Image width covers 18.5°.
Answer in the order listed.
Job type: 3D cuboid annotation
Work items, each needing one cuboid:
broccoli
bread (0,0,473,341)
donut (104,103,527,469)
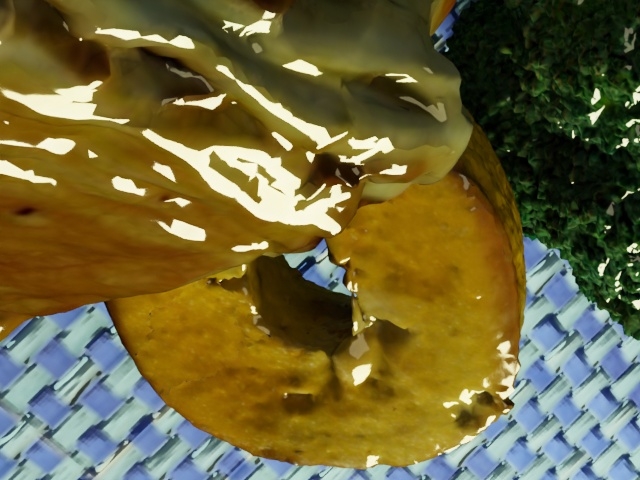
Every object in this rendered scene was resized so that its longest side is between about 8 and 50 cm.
[{"bbox_3d":[0.197,-0.083,0.738,0.297,0.297,0.297,27,74,-40],"label":"broccoli"},{"bbox_3d":[-0.160,-0.071,0.495,0.277,0.324,0.167,18,63,-46],"label":"bread"},{"bbox_3d":[0.000,0.000,0.716,0.065,0.162,0.178,-63,161,-50],"label":"donut"}]
